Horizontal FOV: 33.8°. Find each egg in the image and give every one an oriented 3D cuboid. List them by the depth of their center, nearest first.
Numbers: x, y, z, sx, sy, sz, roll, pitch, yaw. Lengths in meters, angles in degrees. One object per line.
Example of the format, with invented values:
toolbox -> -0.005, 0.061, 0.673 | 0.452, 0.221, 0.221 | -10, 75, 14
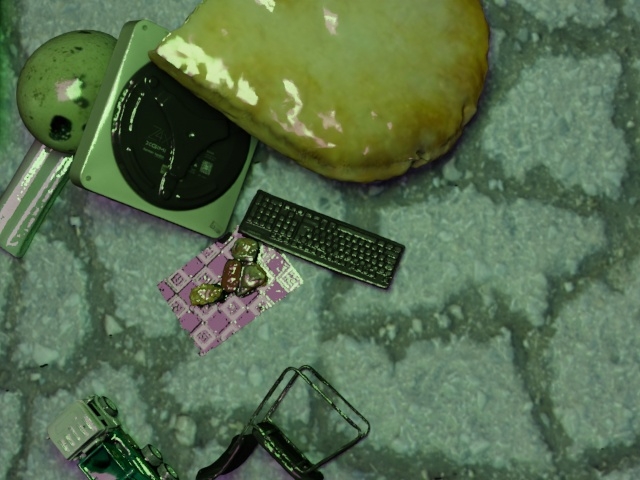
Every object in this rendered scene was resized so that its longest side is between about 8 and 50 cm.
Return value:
egg -> -0.366, -0.234, 1.610 | 0.177, 0.177, 0.228 | 6, 44, 7

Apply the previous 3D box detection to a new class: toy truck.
toy truck -> -0.312, 0.331, 1.563 | 0.110, 0.116, 0.216 | -41, 80, 0

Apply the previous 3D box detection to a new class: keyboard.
keyboard -> 0.000, 0.000, 1.613 | 0.251, 0.017, 0.087 | 22, 68, 9

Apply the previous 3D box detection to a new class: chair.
chair -> -0.055, 0.305, 1.529 | 0.145, 0.140, 0.221 | 44, 91, 11

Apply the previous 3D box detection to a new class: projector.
projector -> -0.211, -0.160, 1.563 | 0.079, 0.257, 0.259 | 14, 83, 53

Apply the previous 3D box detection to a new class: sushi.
sushi -> -0.146, 0.068, 1.623 | 0.201, 0.031, 0.139 | -37, 80, 1

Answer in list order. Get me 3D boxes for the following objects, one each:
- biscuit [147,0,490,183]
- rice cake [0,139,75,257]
biscuit -> 0.043, -0.304, 1.565 | 0.446, 0.104, 0.429 | 34, 71, -9
rice cake -> -0.456, -0.085, 1.673 | 0.080, 0.042, 0.221 | 30, 87, 4
